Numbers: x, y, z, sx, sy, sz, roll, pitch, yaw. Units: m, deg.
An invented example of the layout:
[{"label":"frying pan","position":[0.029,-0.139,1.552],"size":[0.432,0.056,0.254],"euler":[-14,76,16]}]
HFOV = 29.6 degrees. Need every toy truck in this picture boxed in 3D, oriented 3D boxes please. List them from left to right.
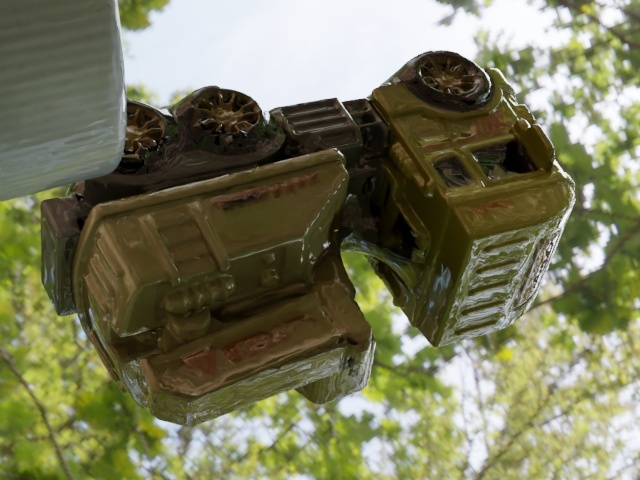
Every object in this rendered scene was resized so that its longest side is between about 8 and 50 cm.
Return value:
[{"label":"toy truck","position":[0.000,0.000,0.940],"size":[0.405,0.180,0.254],"euler":[-13,-128,-24]}]

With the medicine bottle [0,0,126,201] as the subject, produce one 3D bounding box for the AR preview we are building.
[{"label":"medicine bottle","position":[-0.248,-0.093,0.468],"size":[0.306,0.245,0.245],"euler":[-14,-138,-18]}]
